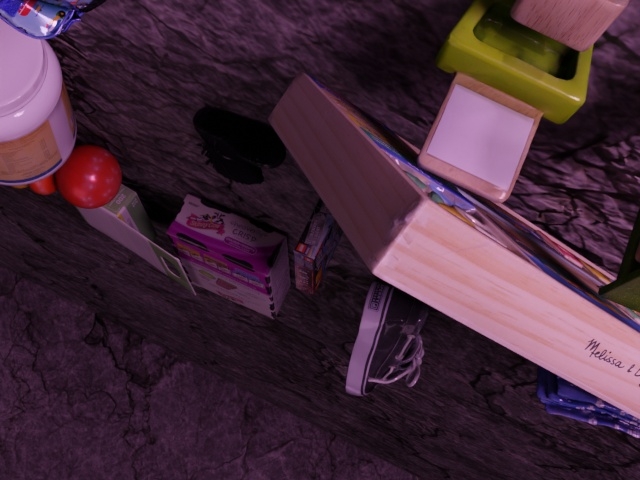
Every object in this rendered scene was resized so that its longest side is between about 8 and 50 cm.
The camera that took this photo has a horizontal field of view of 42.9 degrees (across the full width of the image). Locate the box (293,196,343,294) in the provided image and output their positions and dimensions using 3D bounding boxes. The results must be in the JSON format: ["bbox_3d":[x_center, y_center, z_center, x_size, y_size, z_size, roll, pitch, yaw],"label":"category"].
[{"bbox_3d":[0.000,0.000,0.949,0.027,0.093,0.137,23,160,8],"label":"box"}]

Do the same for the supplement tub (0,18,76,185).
[{"bbox_3d":[-0.356,-0.157,0.906,0.144,0.144,0.199,26,161,-1],"label":"supplement tub"}]

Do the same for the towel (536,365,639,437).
[{"bbox_3d":[0.368,0.156,0.769,0.336,0.040,0.243,22,-159,8],"label":"towel"}]

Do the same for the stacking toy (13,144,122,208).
[{"bbox_3d":[-0.434,-0.130,1.132,0.331,0.141,0.141,17,160,4],"label":"stacking toy"}]

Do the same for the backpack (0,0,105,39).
[{"bbox_3d":[-0.200,-0.209,0.527,0.158,0.117,0.173,34,-170,-23],"label":"backpack"}]

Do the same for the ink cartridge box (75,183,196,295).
[{"bbox_3d":[-0.285,-0.020,1.268,0.235,0.056,0.171,30,162,12],"label":"ink cartridge box"}]

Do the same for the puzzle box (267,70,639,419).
[{"bbox_3d":[0.163,0.027,0.622,0.409,0.052,0.272,28,-166,-27],"label":"puzzle box"}]

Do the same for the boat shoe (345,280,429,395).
[{"bbox_3d":[0.106,0.163,1.228,0.105,0.113,0.306,17,145,7],"label":"boat shoe"}]

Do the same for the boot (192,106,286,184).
[{"bbox_3d":[-0.082,-0.091,0.887,0.121,0.045,0.099,26,160,20],"label":"boot"}]

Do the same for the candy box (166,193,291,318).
[{"bbox_3d":[-0.130,0.030,1.229,0.159,0.071,0.233,23,161,7],"label":"candy box"}]

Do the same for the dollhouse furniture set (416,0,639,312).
[{"bbox_3d":[0.170,-0.098,0.384,0.198,0.151,0.301,26,161,0],"label":"dollhouse furniture set"}]
